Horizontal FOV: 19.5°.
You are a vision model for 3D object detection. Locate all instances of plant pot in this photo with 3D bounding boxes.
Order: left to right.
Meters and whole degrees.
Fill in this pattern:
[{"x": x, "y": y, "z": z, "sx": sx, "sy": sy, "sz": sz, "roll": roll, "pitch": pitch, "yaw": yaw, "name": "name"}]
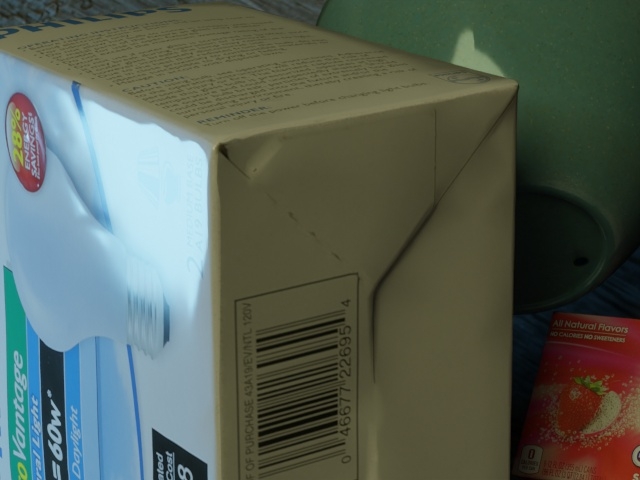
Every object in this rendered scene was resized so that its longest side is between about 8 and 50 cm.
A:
[{"x": 0.136, "y": -0.063, "z": 1.322, "sx": 0.290, "sy": 0.290, "sz": 0.195, "roll": -19, "pitch": 44, "yaw": 20, "name": "plant pot"}]

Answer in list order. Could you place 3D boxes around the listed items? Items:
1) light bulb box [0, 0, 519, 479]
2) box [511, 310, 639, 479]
[{"x": -0.064, "y": 0.046, "z": 1.243, "sx": 0.361, "sy": 0.225, "sz": 0.358, "roll": 23, "pitch": 119, "yaw": 53, "name": "light bulb box"}, {"x": 0.278, "y": 0.136, "z": 1.273, "sx": 0.257, "sy": 0.122, "sz": 0.128, "roll": 5, "pitch": 69, "yaw": 31, "name": "box"}]
